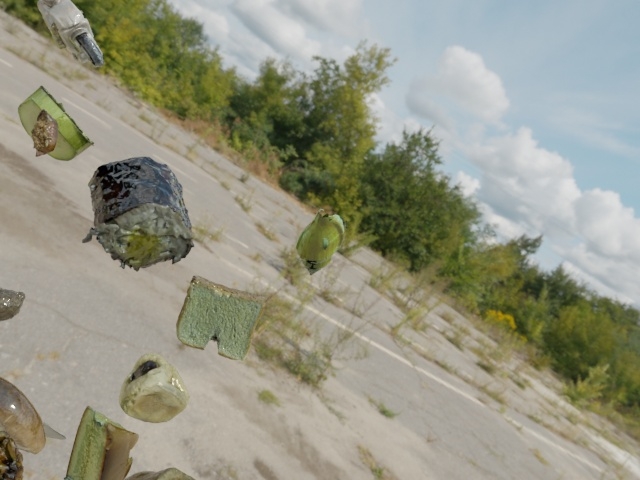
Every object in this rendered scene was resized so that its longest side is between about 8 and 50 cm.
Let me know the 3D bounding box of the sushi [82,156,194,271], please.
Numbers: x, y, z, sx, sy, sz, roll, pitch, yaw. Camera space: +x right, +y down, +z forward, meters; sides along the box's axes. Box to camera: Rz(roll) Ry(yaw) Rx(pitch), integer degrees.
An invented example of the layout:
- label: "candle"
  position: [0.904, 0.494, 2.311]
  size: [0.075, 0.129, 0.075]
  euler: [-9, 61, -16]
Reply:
- label: "sushi"
  position: [-0.571, -0.090, 1.562]
  size: [0.299, 0.281, 0.294]
  euler: [52, 12, -49]

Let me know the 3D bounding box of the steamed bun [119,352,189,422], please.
- label: "steamed bun"
  position: [-0.445, 0.381, 1.313]
  size: [0.172, 0.141, 0.155]
  euler: [56, 6, -43]

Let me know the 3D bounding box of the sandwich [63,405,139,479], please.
- label: "sandwich"
  position: [-0.529, 0.498, 1.201]
  size: [0.122, 0.235, 0.128]
  euler: [25, 19, 9]

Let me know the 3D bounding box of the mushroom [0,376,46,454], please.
- label: "mushroom"
  position: [-0.534, 0.270, 0.807]
  size: [0.210, 0.094, 0.072]
  euler: [38, 43, -17]

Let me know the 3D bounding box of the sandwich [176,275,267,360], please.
- label: "sandwich"
  position: [-0.349, 0.273, 1.704]
  size: [0.273, 0.248, 0.095]
  euler: [18, 6, -5]

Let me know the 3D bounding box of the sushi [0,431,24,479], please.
- label: "sushi"
  position: [-0.799, 0.577, 1.160]
  size: [0.200, 0.203, 0.213]
  euler: [1, 16, 34]

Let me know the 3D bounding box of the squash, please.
- label: "squash"
  position: [-0.784, -0.339, 1.449]
  size: [0.220, 0.133, 0.220]
  euler: [40, -21, 19]

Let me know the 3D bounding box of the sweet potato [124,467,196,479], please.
- label: "sweet potato"
  position: [-0.567, 0.855, 1.659]
  size: [0.158, 0.370, 0.157]
  euler: [38, 41, -43]

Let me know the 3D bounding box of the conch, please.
- label: "conch"
  position: [-0.001, 0.004, 1.046]
  size: [0.095, 0.200, 0.079]
  euler: [-3, 57, -32]

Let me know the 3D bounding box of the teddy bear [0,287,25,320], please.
- label: "teddy bear"
  position: [-0.956, 0.192, 1.410]
  size: [0.177, 0.190, 0.140]
  euler: [-64, 139, -72]

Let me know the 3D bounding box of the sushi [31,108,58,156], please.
- label: "sushi"
  position: [-0.692, -0.265, 1.226]
  size: [0.062, 0.117, 0.060]
  euler: [-11, -10, 24]

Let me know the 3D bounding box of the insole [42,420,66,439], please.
- label: "insole"
  position: [-0.680, 0.454, 1.195]
  size: [0.065, 0.004, 0.197]
  euler: [-1, -38, 7]

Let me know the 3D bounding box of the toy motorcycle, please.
- label: "toy motorcycle"
  position: [-0.745, -0.631, 1.446]
  size: [0.341, 0.108, 0.222]
  euler: [35, -22, 46]
